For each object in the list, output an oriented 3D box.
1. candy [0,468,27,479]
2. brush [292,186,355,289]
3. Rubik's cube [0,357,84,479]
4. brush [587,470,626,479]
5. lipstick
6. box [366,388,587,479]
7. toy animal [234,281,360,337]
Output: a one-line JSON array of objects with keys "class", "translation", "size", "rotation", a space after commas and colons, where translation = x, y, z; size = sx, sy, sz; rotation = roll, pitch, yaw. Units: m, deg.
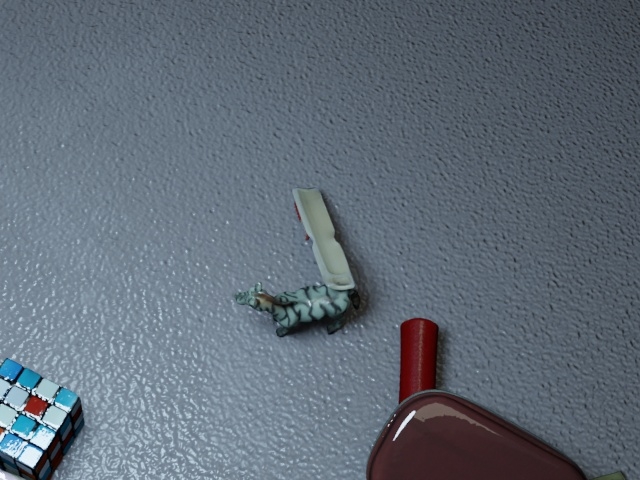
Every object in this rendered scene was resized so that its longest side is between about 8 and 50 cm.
[{"class": "candy", "translation": [-0.619, 0.434, 1.708], "size": [0.265, 0.116, 0.155], "rotation": [27, 62, 5]}, {"class": "brush", "translation": [0.000, 0.000, 2.006], "size": [0.060, 0.050, 0.321], "rotation": [1, 37, -17]}, {"class": "Rubik's cube", "translation": [-0.520, 0.324, 1.760], "size": [0.154, 0.155, 0.151], "rotation": [26, 62, 4]}, {"class": "brush", "translation": [0.478, 0.487, 1.912], "size": [0.248, 0.036, 0.043], "rotation": [-11, 70, -15]}, {"class": "lipstick", "translation": [0.189, 0.271, 1.950], "size": [0.080, 0.080, 0.241], "rotation": [8, 63, -5]}, {"class": "box", "translation": [0.285, 0.443, 1.812], "size": [0.404, 0.108, 0.263], "rotation": [30, 88, 0]}, {"class": "toy animal", "translation": [-0.050, 0.135, 1.933], "size": [0.255, 0.170, 0.089], "rotation": [-5, 69, -32]}]
